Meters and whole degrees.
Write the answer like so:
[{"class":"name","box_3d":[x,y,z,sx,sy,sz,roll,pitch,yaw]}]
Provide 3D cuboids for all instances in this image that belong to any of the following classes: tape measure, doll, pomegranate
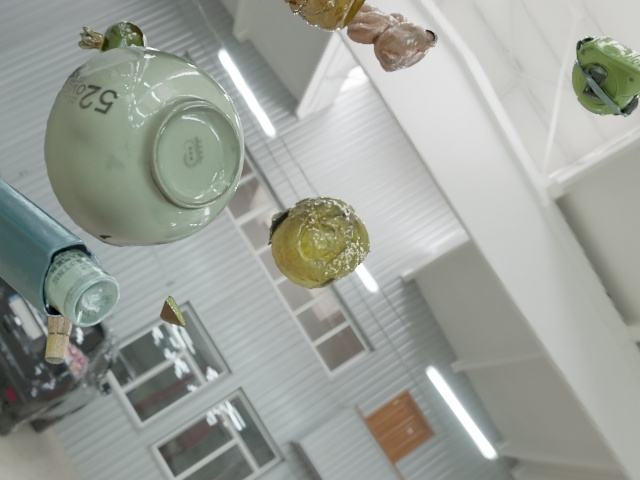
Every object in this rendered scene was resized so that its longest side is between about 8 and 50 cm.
[{"class":"tape measure","box_3d":[0.653,-0.368,1.707,0.200,0.106,0.175,42,-34,30]},{"class":"doll","box_3d":[0.168,-0.558,2.090,0.303,0.201,0.156,42,-33,37]},{"class":"pomegranate","box_3d":[-0.430,-0.405,1.567,0.114,0.142,0.114,-35,-132,51]}]

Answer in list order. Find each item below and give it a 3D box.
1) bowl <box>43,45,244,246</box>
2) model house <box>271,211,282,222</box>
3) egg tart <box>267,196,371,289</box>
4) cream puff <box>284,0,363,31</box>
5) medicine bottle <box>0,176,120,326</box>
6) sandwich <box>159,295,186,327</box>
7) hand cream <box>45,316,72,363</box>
[{"class":"bowl","box_3d":[-0.257,-0.149,1.264,0.185,0.354,0.354,12,-47,45]},{"class":"model house","box_3d":[-0.103,-0.041,2.311,0.066,0.079,0.083,-81,152,-45]},{"class":"egg tart","box_3d":[0.000,0.000,1.797,0.098,0.252,0.231,108,-16,-78]},{"class":"cream puff","box_3d":[0.032,-0.669,1.773,0.231,0.343,0.327,34,-30,0]},{"class":"medicine bottle","box_3d":[-0.325,0.018,0.838,0.258,0.079,0.124,29,-56,31]},{"class":"sandwich","box_3d":[-0.331,0.159,1.654,0.031,0.044,0.083,-69,142,-56]},{"class":"hand cream","box_3d":[-0.607,0.189,1.760,0.084,0.084,0.203,106,-16,-67]}]
